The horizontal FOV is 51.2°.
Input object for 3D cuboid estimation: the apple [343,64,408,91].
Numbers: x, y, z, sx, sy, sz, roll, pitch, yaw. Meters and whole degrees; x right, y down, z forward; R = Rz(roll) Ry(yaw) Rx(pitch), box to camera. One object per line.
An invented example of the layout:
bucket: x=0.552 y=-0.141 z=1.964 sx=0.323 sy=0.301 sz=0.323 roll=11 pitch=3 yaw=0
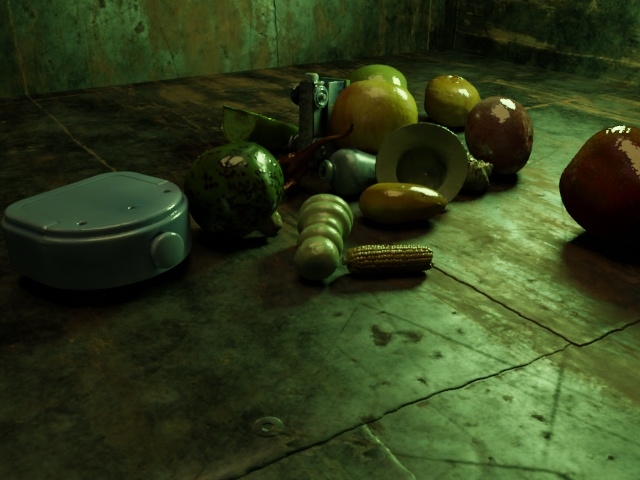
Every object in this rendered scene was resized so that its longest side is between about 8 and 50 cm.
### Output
apple: x=0.186 y=-0.463 z=2.326 sx=0.254 sy=0.291 sz=0.292 roll=-15 pitch=26 yaw=-4

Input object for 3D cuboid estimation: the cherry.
cherry: x=0.556 y=-0.329 z=2.087 sx=0.213 sy=0.236 sz=0.285 roll=-28 pitch=47 yaw=32

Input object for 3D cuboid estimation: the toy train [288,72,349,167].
toy train: x=0.003 y=-0.389 z=2.158 sx=0.131 sy=0.299 sz=0.202 roll=15 pitch=21 yaw=35

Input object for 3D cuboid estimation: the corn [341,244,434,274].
corn: x=0.150 y=0.042 z=1.481 sx=0.208 sy=0.068 sz=0.068 roll=-2 pitch=25 yaw=-3

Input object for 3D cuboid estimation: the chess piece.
chess piece: x=0.000 y=0.000 z=1.519 sx=0.133 sy=0.133 sz=0.243 roll=2 pitch=29 yaw=6

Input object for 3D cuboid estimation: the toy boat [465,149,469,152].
toy boat: x=0.384 y=-0.267 z=2.157 sx=0.215 sy=0.088 sz=0.102 roll=13 pitch=-6 yaw=27

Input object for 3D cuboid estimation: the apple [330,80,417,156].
apple: x=0.167 y=-0.361 z=2.056 sx=0.286 sy=0.232 sz=0.286 roll=7 pitch=-3 yaw=0

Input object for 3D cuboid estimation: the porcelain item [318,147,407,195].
porcelain item: x=0.123 y=-0.199 z=1.942 sx=0.259 sy=0.141 sz=0.141 roll=-2 pitch=23 yaw=-25

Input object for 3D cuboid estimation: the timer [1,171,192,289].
timer: x=-0.458 y=-0.010 z=1.476 sx=0.395 sy=0.173 sz=0.395 roll=0 pitch=23 yaw=0

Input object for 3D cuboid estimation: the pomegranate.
pomegranate: x=-0.201 y=-0.113 z=1.640 sx=0.254 sy=0.270 sz=0.254 roll=-38 pitch=17 yaw=14

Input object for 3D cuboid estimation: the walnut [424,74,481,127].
walnut: x=0.503 y=-0.550 z=2.611 sx=0.203 sy=0.203 sz=0.298 roll=-12 pitch=35 yaw=-23

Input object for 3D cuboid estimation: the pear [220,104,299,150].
pear: x=-0.195 y=-0.375 z=2.328 sx=0.239 sy=0.139 sz=0.288 roll=1 pitch=16 yaw=-36

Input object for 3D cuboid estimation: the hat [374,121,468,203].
hat: x=0.284 y=-0.194 z=1.884 sx=0.257 sy=0.257 sz=0.130 roll=4 pitch=-7 yaw=8

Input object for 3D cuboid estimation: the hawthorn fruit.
hawthorn fruit: x=0.735 y=-0.092 z=1.567 sx=0.285 sy=0.284 sz=0.368 roll=-3 pitch=47 yaw=-6

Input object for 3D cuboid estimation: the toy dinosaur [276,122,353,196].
toy dinosaur: x=-0.075 y=-0.210 z=1.925 sx=0.208 sy=0.097 sz=0.432 roll=-43 pitch=18 yaw=-29

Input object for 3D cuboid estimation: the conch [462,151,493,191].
conch: x=0.411 y=-0.189 z=1.979 sx=0.207 sy=0.130 sz=0.155 roll=-20 pitch=-11 yaw=8

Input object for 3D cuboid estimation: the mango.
mango: x=0.213 y=-0.095 z=1.735 sx=0.228 sy=0.109 sz=0.147 roll=2 pitch=1 yaw=5
